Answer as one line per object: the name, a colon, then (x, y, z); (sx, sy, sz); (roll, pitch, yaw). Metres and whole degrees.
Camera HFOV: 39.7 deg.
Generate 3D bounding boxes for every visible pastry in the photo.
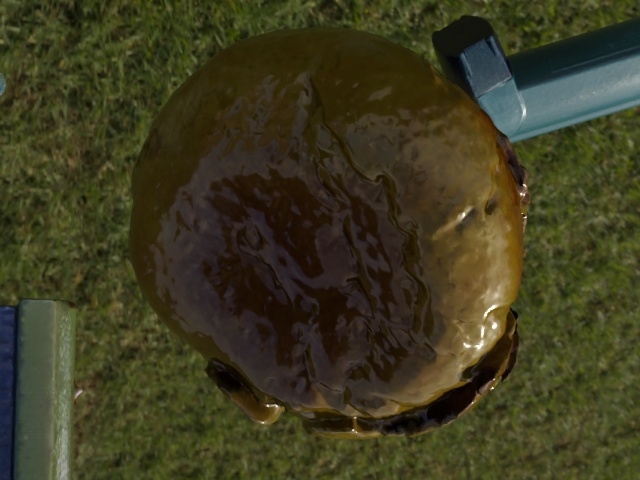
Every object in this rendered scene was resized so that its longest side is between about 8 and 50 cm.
pastry: (0.000, 0.000, 0.715); (0.356, 0.164, 0.355); (14, 119, 27)

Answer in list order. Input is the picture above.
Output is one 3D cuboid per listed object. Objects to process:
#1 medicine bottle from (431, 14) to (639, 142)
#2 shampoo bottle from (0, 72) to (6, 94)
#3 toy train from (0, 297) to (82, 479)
medicine bottle: (0.238, -0.169, 0.849); (0.258, 0.079, 0.124); (-15, 120, -5)
shampoo bottle: (-0.387, -0.164, 0.955); (0.069, 0.190, 0.041); (13, 102, -3)
toy train: (-0.240, 0.163, 0.500); (0.202, 0.131, 0.299); (2, 83, -15)
